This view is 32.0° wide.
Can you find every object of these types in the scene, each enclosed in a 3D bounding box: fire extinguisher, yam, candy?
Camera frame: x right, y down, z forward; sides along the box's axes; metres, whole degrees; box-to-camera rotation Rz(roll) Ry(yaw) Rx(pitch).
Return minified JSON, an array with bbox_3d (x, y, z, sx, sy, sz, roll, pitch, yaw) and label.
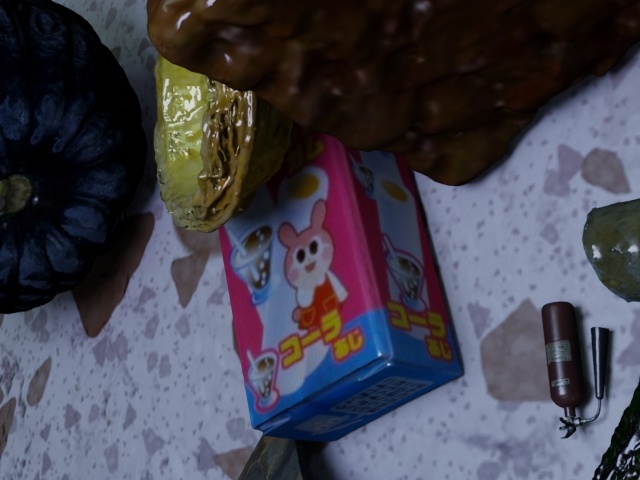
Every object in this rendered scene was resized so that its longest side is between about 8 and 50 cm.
[{"bbox_3d":[0.184,0.091,0.791,0.046,0.032,0.100,-6,69,8],"label":"fire extinguisher"},{"bbox_3d":[0.258,0.000,0.705,0.179,0.078,0.078,-11,70,43],"label":"yam"},{"bbox_3d":[0.001,0.000,0.952,0.157,0.100,0.306,-35,56,35],"label":"candy"}]

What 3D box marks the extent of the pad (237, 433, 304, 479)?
[{"bbox_3d":[-0.101,0.334,0.931,0.367,0.007,0.247,-61,16,12],"label":"pad"}]

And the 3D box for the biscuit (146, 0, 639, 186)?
[{"bbox_3d":[0.109,-0.231,0.745,0.395,0.343,0.166,-39,50,28],"label":"biscuit"}]

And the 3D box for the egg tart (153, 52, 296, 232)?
[{"bbox_3d":[-0.080,-0.106,0.910,0.212,0.090,0.212,-175,90,-65],"label":"egg tart"}]

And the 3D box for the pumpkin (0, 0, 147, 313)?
[{"bbox_3d":[-0.357,-0.094,1.164,0.266,0.363,0.363,33,102,50],"label":"pumpkin"}]

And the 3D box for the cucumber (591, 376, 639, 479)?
[{"bbox_3d":[0.214,0.139,0.723,0.058,0.058,0.187,32,102,46],"label":"cucumber"}]
